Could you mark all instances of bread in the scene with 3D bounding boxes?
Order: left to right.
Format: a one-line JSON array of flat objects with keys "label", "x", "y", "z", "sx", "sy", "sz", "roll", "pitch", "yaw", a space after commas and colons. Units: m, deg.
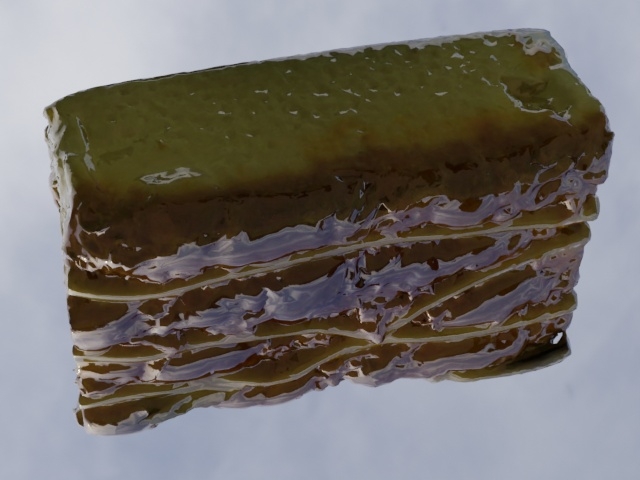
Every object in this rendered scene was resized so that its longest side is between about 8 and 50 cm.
[{"label": "bread", "x": 0.000, "y": 0.000, "z": 0.816, "sx": 0.274, "sy": 0.185, "sz": 0.114, "roll": -8, "pitch": -136, "yaw": -11}]
